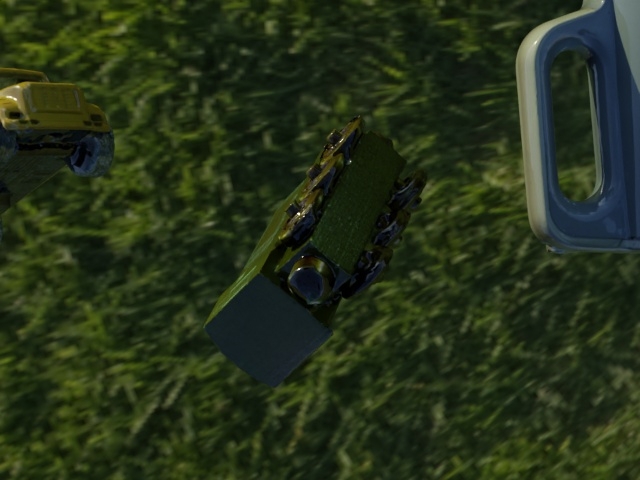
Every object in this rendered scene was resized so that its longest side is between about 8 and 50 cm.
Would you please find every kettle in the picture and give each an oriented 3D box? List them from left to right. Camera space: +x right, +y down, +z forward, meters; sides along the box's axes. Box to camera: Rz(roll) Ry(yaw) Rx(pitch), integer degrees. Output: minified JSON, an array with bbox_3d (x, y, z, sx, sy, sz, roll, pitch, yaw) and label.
[{"bbox_3d":[0.240,-0.109,1.244,0.160,0.210,0.243,180,92,-68],"label":"kettle"}]

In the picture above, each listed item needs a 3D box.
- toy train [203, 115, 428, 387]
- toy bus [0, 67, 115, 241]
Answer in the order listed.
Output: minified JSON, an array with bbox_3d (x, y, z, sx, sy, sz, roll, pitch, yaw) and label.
[{"bbox_3d":[0.000,0.000,1.337,0.090,0.225,0.137,40,123,-8],"label":"toy train"},{"bbox_3d":[-0.319,-0.068,1.562,0.335,0.121,0.123,-30,67,46],"label":"toy bus"}]
